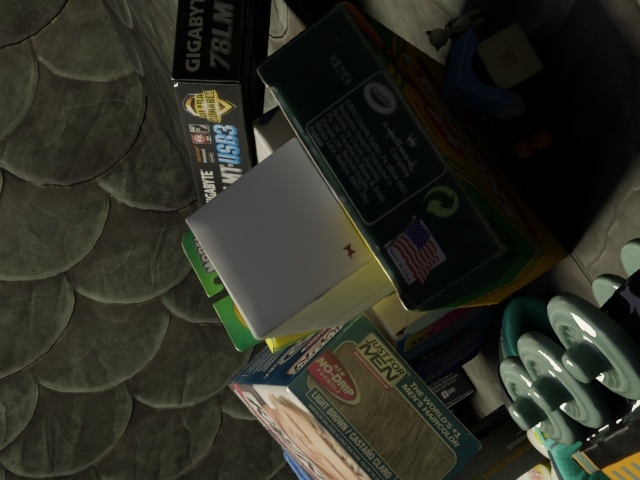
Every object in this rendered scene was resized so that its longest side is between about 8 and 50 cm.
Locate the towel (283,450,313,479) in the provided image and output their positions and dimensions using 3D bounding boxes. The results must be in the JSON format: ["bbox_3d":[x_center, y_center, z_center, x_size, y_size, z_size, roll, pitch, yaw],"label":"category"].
[{"bbox_3d":[0.108,0.315,1.606,0.209,0.285,0.034,-145,58,-67],"label":"towel"}]

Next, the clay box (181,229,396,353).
[{"bbox_3d":[0.000,0.007,1.067,0.127,0.222,0.053,61,168,19],"label":"clay box"}]

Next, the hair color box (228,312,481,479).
[{"bbox_3d":[0.019,0.177,1.236,0.174,0.105,0.347,48,166,-4],"label":"hair color box"}]

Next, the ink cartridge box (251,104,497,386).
[{"bbox_3d":[0.058,0.019,1.306,0.270,0.151,0.395,57,168,18],"label":"ink cartridge box"}]

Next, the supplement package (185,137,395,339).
[{"bbox_3d":[0.000,0.000,0.893,0.105,0.105,0.179,58,-164,11],"label":"supplement package"}]

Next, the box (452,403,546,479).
[{"bbox_3d":[0.167,0.240,1.286,0.056,0.183,0.231,55,169,8],"label":"box"}]

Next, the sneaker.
[{"bbox_3d":[0.223,0.144,0.991,0.275,0.107,0.110,47,154,53],"label":"sneaker"}]

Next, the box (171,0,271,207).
[{"bbox_3d":[-0.096,-0.220,1.239,0.295,0.073,0.293,89,-178,-69],"label":"box"}]

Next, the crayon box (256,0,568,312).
[{"bbox_3d":[0.090,-0.052,0.915,0.202,0.081,0.318,58,-164,12],"label":"crayon box"}]

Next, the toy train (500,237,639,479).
[{"bbox_3d":[0.228,0.099,0.752,0.190,0.142,0.334,48,168,13],"label":"toy train"}]

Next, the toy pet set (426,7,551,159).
[{"bbox_3d":[0.118,-0.110,0.886,0.122,0.065,0.114,60,170,0],"label":"toy pet set"}]

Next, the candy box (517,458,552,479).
[{"bbox_3d":[0.262,0.293,1.417,0.105,0.027,0.206,64,170,-3],"label":"candy box"}]

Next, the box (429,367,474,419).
[{"bbox_3d":[0.102,0.161,1.612,0.207,0.108,0.153,58,170,17],"label":"box"}]
